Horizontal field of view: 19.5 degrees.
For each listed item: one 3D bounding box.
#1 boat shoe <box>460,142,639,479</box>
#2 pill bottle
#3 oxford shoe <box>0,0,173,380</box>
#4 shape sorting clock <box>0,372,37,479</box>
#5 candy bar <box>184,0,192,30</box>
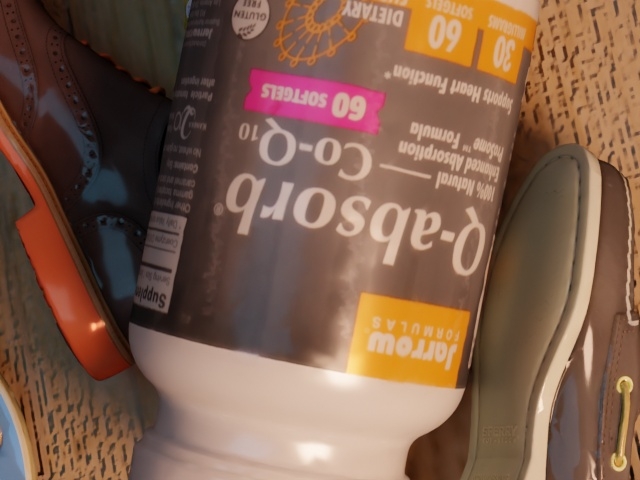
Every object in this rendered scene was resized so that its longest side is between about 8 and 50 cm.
[{"bbox_3d":[0.112,0.072,0.854,0.081,0.069,0.227,1,79,65],"label":"boat shoe"},{"bbox_3d":[0.000,0.000,0.860,0.162,0.162,0.278,10,90,26],"label":"pill bottle"},{"bbox_3d":[-0.126,-0.066,0.978,0.098,0.097,0.271,-24,79,1],"label":"oxford shoe"},{"bbox_3d":[-0.247,0.138,1.030,0.206,0.040,0.206,-3,84,25],"label":"shape sorting clock"},{"bbox_3d":[-0.057,-0.186,0.984,0.040,0.018,0.161,-4,84,28],"label":"candy bar"}]
